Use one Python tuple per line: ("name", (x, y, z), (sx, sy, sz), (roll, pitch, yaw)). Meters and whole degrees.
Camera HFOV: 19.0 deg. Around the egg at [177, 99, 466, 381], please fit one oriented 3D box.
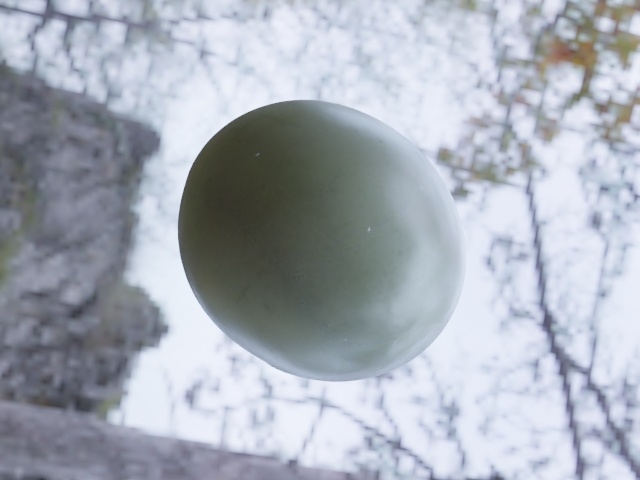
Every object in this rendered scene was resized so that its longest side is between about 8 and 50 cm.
("egg", (0.000, 0.000, 1.543), (0.269, 0.219, 0.219), (48, -56, 50))
